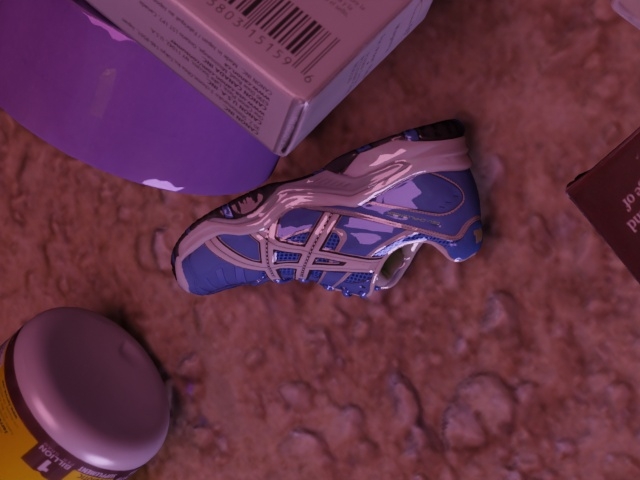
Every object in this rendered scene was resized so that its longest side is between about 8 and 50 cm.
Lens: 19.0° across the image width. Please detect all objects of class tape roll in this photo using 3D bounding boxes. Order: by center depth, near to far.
[{"bbox_3d":[-0.097,-0.110,1.082,0.189,0.189,0.080,35,116,20],"label":"tape roll"}]

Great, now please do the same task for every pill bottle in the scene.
[{"bbox_3d":[-0.205,0.144,1.246,0.215,0.117,0.117,-40,80,32],"label":"pill bottle"}]

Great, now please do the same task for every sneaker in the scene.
[{"bbox_3d":[0.000,0.000,1.114,0.211,0.080,0.081,-21,89,33],"label":"sneaker"}]

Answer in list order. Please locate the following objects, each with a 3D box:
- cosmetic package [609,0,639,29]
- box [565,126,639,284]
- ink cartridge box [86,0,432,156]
[{"bbox_3d":[0.200,-0.197,0.818,0.129,0.296,0.153,31,125,-25],"label":"cosmetic package"},{"bbox_3d":[0.320,0.054,0.903,0.191,0.143,0.381,-44,76,30],"label":"box"},{"bbox_3d":[-0.046,-0.212,1.016,0.275,0.239,0.060,39,150,9],"label":"ink cartridge box"}]
